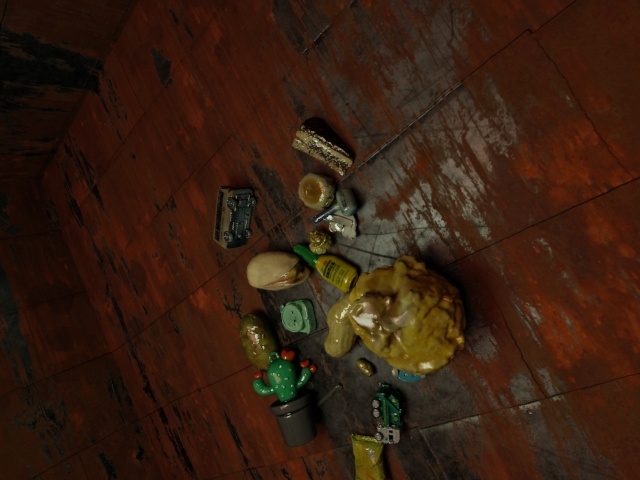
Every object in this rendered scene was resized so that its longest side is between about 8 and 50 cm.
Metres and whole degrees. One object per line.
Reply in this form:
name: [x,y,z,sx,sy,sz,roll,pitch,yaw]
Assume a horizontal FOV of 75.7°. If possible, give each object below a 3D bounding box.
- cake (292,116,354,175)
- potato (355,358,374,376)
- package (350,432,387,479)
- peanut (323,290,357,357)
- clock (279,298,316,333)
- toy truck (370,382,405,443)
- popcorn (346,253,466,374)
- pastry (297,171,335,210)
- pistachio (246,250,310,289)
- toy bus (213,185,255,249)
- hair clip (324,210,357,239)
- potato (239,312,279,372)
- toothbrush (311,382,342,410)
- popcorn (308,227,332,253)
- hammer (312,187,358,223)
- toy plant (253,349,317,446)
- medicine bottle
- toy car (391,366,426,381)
cake: [0.026,-0.380,1.622,0.246,0.135,0.112,29,131,-4]
potato: [0.183,0.516,1.679,0.092,0.046,0.045,36,153,35]
package: [0.205,0.914,1.709,0.168,0.090,0.226,-7,92,34]
peanut: [0.090,0.335,1.656,0.148,0.148,0.318,32,119,27]
clock: [-0.111,0.345,1.844,0.189,0.060,0.148,-12,92,37]
toy truck: [0.271,0.681,1.612,0.116,0.110,0.215,-2,98,24]
popcorn: [0.289,0.245,1.391,0.390,0.354,0.344,37,84,-12]
pastry: [-0.015,-0.196,1.658,0.166,0.088,0.165,9,105,36]
pistachio: [-0.195,0.137,1.787,0.299,0.188,0.187,-7,95,40]
toy bus: [-0.411,-0.116,1.925,0.157,0.140,0.289,25,116,34]
hair clip: [0.081,-0.076,1.637,0.172,0.049,0.115,19,114,29]
potato: [-0.291,0.486,1.949,0.176,0.141,0.298,-27,83,45]
toothbrush: [0.007,0.725,1.854,0.030,0.030,0.297,36,119,-5]
popcorn: [0.000,0.000,1.679,0.097,0.109,0.089,-8,121,-3]
hammer: [0.050,-0.118,1.598,0.194,0.069,0.116,-29,57,19]
toy plant: [-0.151,0.689,1.831,0.280,0.185,0.399,-20,84,27]
medicine bottle: [0.016,0.097,1.699,0.309,0.076,0.111,30,101,29]
toy car: [0.329,0.448,1.548,0.126,0.098,0.161,-3,68,10]
